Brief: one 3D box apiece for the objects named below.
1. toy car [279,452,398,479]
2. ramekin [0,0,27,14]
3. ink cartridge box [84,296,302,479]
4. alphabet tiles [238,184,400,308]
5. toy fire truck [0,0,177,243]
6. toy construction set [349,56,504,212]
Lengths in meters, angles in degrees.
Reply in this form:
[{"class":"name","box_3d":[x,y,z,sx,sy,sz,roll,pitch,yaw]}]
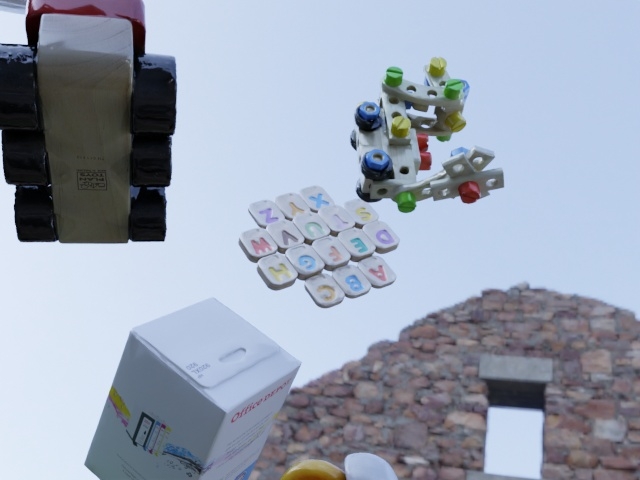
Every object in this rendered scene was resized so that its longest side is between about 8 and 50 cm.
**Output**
[{"class":"toy car","box_3d":[0.016,0.298,0.682,0.159,0.136,0.182,-29,-87,9]},{"class":"ramekin","box_3d":[-0.380,-0.408,0.925,0.273,0.272,0.127,-24,-19,34]},{"class":"ink cartridge box","box_3d":[-0.167,0.226,0.979,0.168,0.171,0.232,34,-64,20]},{"class":"alphabet tiles","box_3d":[0.000,0.000,1.378,0.284,0.278,0.021,-18,-37,-28]},{"class":"toy fire truck","box_3d":[-0.204,-0.143,0.598,0.159,0.246,0.217,0,-32,-14]},{"class":"toy construction set","box_3d":[0.160,-0.152,1.155,0.215,0.327,0.151,-1,-50,-6]}]
